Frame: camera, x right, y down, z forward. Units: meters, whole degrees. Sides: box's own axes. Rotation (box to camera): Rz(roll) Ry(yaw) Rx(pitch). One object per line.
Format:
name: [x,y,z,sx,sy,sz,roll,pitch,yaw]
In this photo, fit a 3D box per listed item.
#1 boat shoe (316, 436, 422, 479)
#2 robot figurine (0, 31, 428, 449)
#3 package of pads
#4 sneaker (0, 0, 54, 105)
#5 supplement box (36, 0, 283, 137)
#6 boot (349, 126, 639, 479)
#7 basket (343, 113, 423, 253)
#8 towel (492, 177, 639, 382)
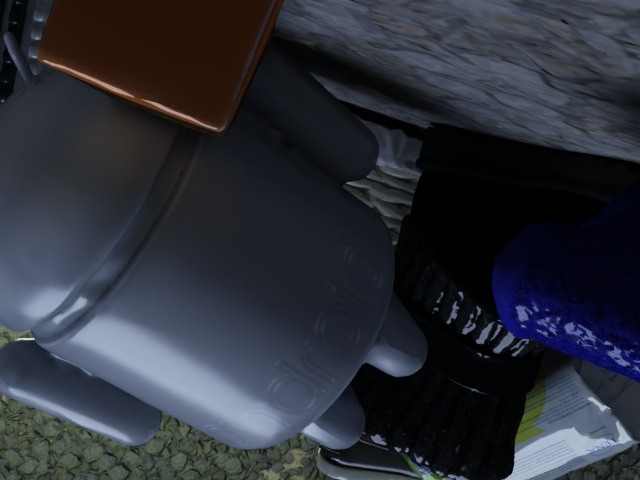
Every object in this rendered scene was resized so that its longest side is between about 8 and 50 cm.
boat shoe: [0.112,0.213,1.038,0.228,0.068,0.081,4,-166,0]
robot figurine: [-0.091,0.008,0.681,0.353,0.300,0.200,33,-172,-25]
package of pads: [0.239,0.119,0.963,0.101,0.229,0.296,51,-139,-1]
sneaker: [-0.184,-0.142,0.825,0.292,0.110,0.118,20,-169,15]
supplement box: [-0.064,-0.093,0.463,0.078,0.080,0.233,21,-176,-6]
boot: [0.161,0.071,0.747,0.131,0.260,0.348,18,-177,-35]
basket: [0.000,0.000,1.049,0.331,0.266,0.328,21,-177,4]
towel: [0.255,0.053,0.448,0.308,0.076,0.228,22,-154,33]
